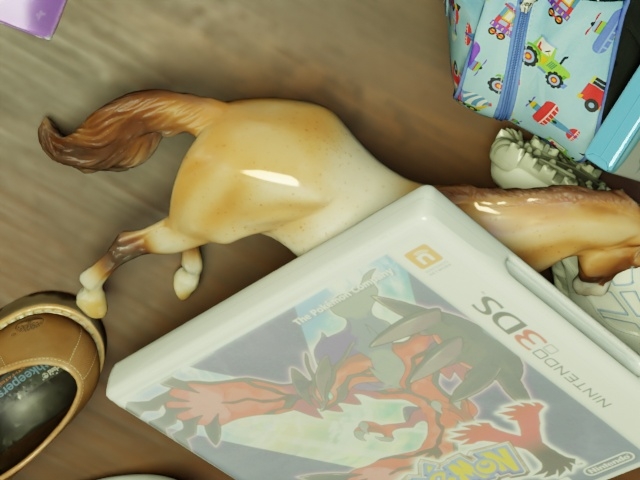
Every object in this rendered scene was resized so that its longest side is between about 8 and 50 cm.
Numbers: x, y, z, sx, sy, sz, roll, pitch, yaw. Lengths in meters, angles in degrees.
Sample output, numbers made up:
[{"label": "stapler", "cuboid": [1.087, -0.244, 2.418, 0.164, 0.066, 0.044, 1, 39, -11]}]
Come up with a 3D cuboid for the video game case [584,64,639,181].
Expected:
[{"label": "video game case", "cuboid": [0.168, -0.077, 0.683, 0.015, 0.166, 0.119, 35, 101, 19]}]

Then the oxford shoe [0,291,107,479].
[{"label": "oxford shoe", "cuboid": [-0.191, 0.107, 0.734, 0.212, 0.076, 0.076, -41, 108, 8]}]

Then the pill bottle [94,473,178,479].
[{"label": "pill bottle", "cuboid": [-0.086, 0.214, 0.761, 0.103, 0.103, 0.184, -14, 107, -2]}]

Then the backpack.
[{"label": "backpack", "cuboid": [0.092, -0.128, 0.662, 0.117, 0.158, 0.173, 10, 123, 2]}]

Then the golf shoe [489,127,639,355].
[{"label": "golf shoe", "cuboid": [0.134, 0.023, 0.753, 0.176, 0.069, 0.086, 39, 104, -14]}]

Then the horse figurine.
[{"label": "horse figurine", "cuboid": [0.000, 0.000, 0.698, 0.263, 0.066, 0.174, 27, 133, -10]}]

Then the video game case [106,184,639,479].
[{"label": "video game case", "cuboid": [0.035, 0.073, 0.705, 0.183, 0.023, 0.201, 37, 133, -27]}]

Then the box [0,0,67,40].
[{"label": "box", "cuboid": [-0.070, -0.232, 0.582, 0.057, 0.201, 0.293, 21, 102, -13]}]
